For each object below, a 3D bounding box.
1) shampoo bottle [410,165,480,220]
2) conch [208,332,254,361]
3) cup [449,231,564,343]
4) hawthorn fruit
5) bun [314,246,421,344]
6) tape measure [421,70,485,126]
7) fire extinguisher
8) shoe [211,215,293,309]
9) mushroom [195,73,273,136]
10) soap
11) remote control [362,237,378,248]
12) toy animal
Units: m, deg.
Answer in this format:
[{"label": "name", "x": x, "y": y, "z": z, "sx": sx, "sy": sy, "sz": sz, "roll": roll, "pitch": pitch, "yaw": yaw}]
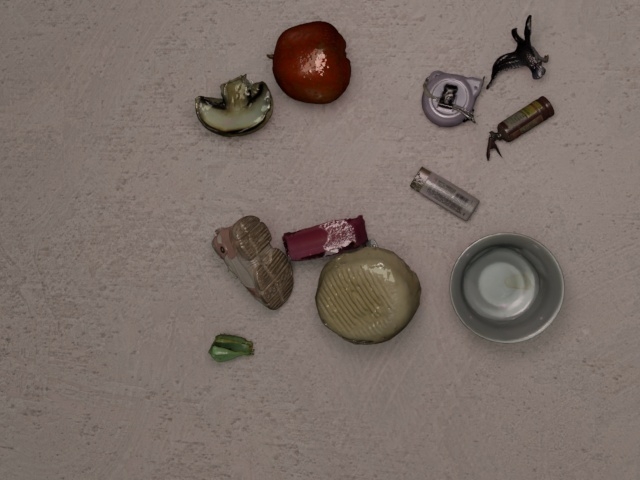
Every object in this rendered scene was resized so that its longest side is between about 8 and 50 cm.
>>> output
[{"label": "shampoo bottle", "x": 0.419, "y": -0.158, "z": 1.862, "sx": 0.227, "sy": 0.056, "sz": 0.086, "roll": 32, "pitch": 99, "yaw": 8}, {"label": "conch", "x": -0.326, "y": 0.385, "z": 2.009, "sx": 0.170, "sy": 0.079, "sz": 0.106, "roll": -7, "pitch": 97, "yaw": -5}, {"label": "cup", "x": 0.591, "y": 0.147, "z": 1.787, "sx": 0.346, "sy": 0.163, "sz": 0.348, "roll": 0, "pitch": 91, "yaw": 11}, {"label": "hawthorn fruit", "x": -0.038, "y": -0.589, "z": 1.828, "sx": 0.299, "sy": 0.275, "sz": 0.276, "roll": 10, "pitch": 94, "yaw": 8}, {"label": "bun", "x": 0.155, "y": 0.165, "z": 1.811, "sx": 0.359, "sy": 0.211, "sz": 0.360, "roll": 10, "pitch": 122, "yaw": 17}, {"label": "tape measure", "x": 0.432, "y": -0.467, "z": 1.827, "sx": 0.195, "sy": 0.105, "sz": 0.179, "roll": 9, "pitch": 94, "yaw": 9}, {"label": "fire extinguisher", "x": 0.644, "y": -0.359, "z": 1.806, "sx": 0.252, "sy": 0.075, "sz": 0.106, "roll": -33, "pitch": 86, "yaw": 9}, {"label": "shoe", "x": -0.237, "y": 0.079, "z": 1.945, "sx": 0.198, "sy": 0.171, "sz": 0.351, "roll": -5, "pitch": 113, "yaw": 45}, {"label": "mushroom", "x": -0.285, "y": -0.453, "z": 1.928, "sx": 0.266, "sy": 0.164, "sz": 0.190, "roll": -23, "pitch": 92, "yaw": 7}, {"label": "soap", "x": 0.000, "y": 0.000, "z": 1.879, "sx": 0.288, "sy": 0.182, "sz": 0.112, "roll": -14, "pitch": 90, "yaw": 26}, {"label": "remote control", "x": 0.205, "y": 0.083, "z": 1.926, "sx": 0.049, "sy": 0.027, "sz": 0.184, "roll": -26, "pitch": 83, "yaw": 13}, {"label": "toy animal", "x": 0.654, "y": -0.607, "z": 1.786, "sx": 0.160, "sy": 0.197, "sz": 0.272, "roll": 30, "pitch": 141, "yaw": -8}]
